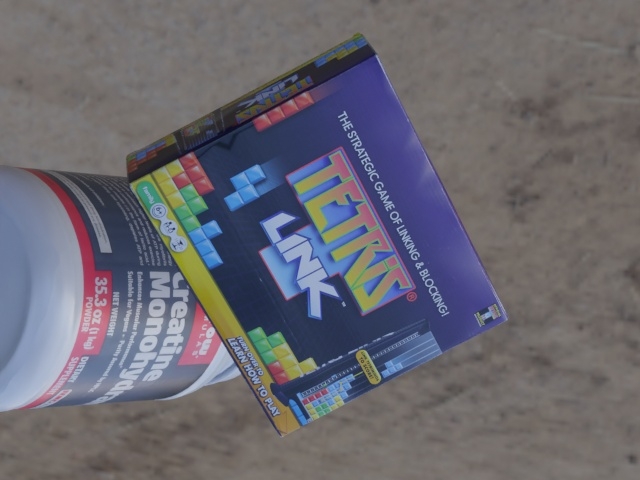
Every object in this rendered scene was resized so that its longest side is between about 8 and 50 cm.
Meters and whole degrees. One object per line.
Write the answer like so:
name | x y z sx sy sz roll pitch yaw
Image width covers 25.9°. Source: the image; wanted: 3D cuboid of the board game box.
board game box | 0.000 0.000 0.731 0.141 0.048 0.170 -28 114 4

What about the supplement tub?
supplement tub | -0.182 0.040 1.153 0.191 0.191 0.272 -13 170 38
